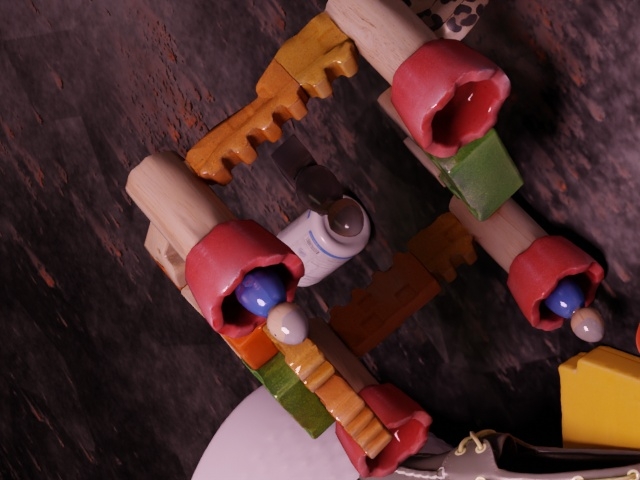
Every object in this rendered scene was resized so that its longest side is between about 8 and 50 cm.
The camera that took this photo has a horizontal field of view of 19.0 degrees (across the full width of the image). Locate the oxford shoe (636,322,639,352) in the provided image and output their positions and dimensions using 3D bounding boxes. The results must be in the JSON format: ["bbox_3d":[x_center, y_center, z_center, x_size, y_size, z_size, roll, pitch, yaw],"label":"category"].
[{"bbox_3d":[0.402,0.096,1.589,0.271,0.097,0.098,5,150,43],"label":"oxford shoe"}]

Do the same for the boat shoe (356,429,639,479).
[{"bbox_3d":[0.176,0.223,1.789,0.305,0.109,0.091,6,101,23],"label":"boat shoe"}]

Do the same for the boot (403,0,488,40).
[{"bbox_3d":[0.017,-0.331,1.688,0.284,0.377,0.138,38,110,-20],"label":"boot"}]

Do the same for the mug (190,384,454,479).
[{"bbox_3d":[0.044,0.369,1.995,0.328,0.276,0.374,23,97,31],"label":"mug"}]

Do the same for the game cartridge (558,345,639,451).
[{"bbox_3d":[0.350,0.273,1.785,0.285,0.052,0.324,19,124,45],"label":"game cartridge"}]

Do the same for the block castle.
[{"bbox_3d":[0.060,0.020,1.620,0.213,0.303,0.453,48,178,31],"label":"block castle"}]

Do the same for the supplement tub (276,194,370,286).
[{"bbox_3d":[0.000,0.000,2.028,0.071,0.071,0.107,60,146,4],"label":"supplement tub"}]
